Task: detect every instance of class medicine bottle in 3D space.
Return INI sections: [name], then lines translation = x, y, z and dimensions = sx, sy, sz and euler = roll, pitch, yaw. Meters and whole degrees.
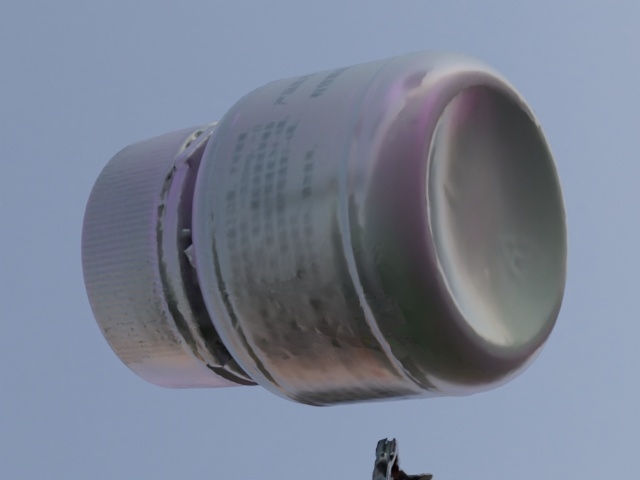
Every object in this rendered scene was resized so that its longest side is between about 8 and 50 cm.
[medicine bottle]
translation = 0.000, 0.000, 1.280
dimensions = 0.241, 0.302, 0.241
euler = 14, -108, -52

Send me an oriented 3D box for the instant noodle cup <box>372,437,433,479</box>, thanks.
[instant noodle cup]
translation = 0.119, 0.280, 1.115
dimensions = 0.181, 0.258, 0.302
euler = 3, -69, 6
